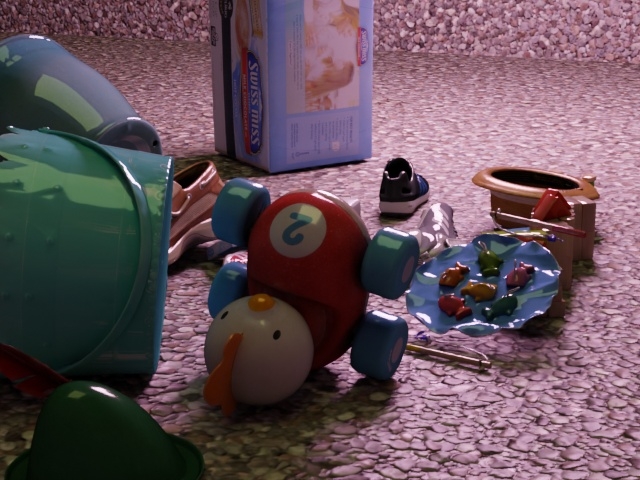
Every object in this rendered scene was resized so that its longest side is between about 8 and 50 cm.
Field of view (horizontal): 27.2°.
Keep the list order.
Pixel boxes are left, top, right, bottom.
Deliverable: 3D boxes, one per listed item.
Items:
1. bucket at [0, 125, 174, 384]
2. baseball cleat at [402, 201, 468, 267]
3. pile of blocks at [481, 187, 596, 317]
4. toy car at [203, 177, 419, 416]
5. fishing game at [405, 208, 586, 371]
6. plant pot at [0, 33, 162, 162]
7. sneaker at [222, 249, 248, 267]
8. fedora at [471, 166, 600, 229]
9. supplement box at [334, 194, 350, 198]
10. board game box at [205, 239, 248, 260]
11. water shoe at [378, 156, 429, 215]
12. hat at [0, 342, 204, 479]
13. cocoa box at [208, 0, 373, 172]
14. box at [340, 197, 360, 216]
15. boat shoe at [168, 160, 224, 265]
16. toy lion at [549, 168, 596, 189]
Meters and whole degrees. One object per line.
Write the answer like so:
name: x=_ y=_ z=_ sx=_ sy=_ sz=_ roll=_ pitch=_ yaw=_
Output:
bucket: x=-0.258 y=0.019 z=1.425 sx=0.183 sy=0.281 sz=0.281 roll=4 pitch=16 yaw=-4
baseball cleat: x=0.171 y=0.006 z=1.833 sx=0.109 sy=0.072 sz=0.206 roll=20 pitch=26 yaw=16
pile of blocks: x=0.275 y=-0.003 z=1.752 sx=0.149 sy=0.112 sz=0.362 roll=6 pitch=17 yaw=19
toy car: x=-0.047 y=0.079 z=1.360 sx=0.219 sy=0.210 sz=0.238 roll=19 pitch=35 yaw=20
fishing game: x=0.189 y=0.045 z=1.560 sx=0.189 sy=0.041 sz=0.264 roll=15 pitch=46 yaw=38
plant pot: x=-0.394 y=-0.147 z=2.036 sx=0.255 sy=0.271 sz=0.271 roll=28 pitch=29 yaw=31
sneaker: x=-0.087 y=0.035 z=1.749 sx=0.067 sy=0.042 sz=0.118 roll=0 pitch=14 yaw=13
fedora: x=0.321 y=-0.058 z=1.998 sx=0.194 sy=0.079 sz=0.194 roll=6 pitch=16 yaw=-2
supplement box: x=0.001 y=-0.031 z=1.949 sx=0.083 sy=0.056 sz=0.083 roll=1 pitch=16 yaw=5
board game box: x=-0.101 y=0.004 z=1.832 sx=0.090 sy=0.020 sz=0.090 roll=-8 pitch=-9 yaw=-28
water shoe: x=0.139 y=-0.098 z=2.137 sx=0.073 sy=0.080 sz=0.203 roll=3 pitch=16 yaw=8
hat: x=-0.206 y=0.129 z=1.173 sx=0.208 sy=0.183 sz=0.173 roll=-15 pitch=22 yaw=-41
cocoa box: x=-0.053 y=-0.321 z=2.429 sx=0.231 sy=0.347 sz=0.228 roll=-10 pitch=19 yaw=-30
box: x=0.000 y=0.000 z=1.764 sx=0.087 sy=0.102 sz=0.101 roll=3 pitch=16 yaw=19
boat shoe: x=-0.234 y=-0.031 z=1.801 sx=0.122 sy=0.120 sz=0.324 roll=-6 pitch=13 yaw=29
toy lion: x=0.407 y=-0.085 z=2.183 sx=0.100 sy=0.034 sz=0.096 roll=11 pitch=27 yaw=35
